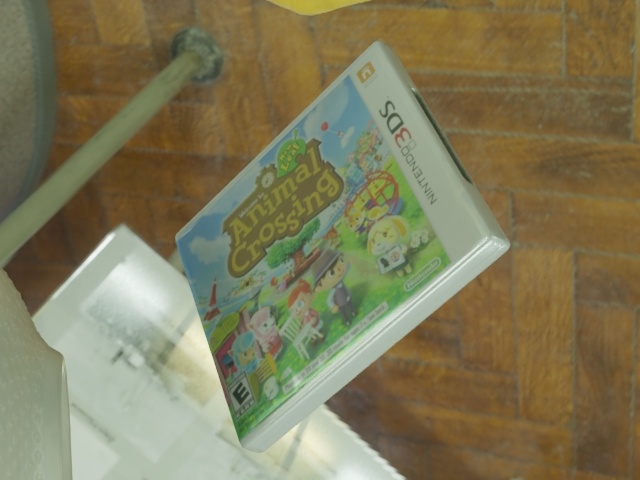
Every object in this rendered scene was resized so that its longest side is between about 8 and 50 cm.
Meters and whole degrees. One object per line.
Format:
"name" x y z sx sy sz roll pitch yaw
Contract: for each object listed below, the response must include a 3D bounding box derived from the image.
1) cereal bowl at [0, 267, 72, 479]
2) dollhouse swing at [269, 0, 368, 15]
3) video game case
"cereal bowl" -0.228 0.151 0.681 0.141 0.339 0.339 -3 128 -11
"dollhouse swing" 0.046 -0.315 0.382 0.346 0.315 0.305 -14 149 6
"video game case" 0.000 0.000 0.712 0.212 0.193 0.023 -42 136 20
